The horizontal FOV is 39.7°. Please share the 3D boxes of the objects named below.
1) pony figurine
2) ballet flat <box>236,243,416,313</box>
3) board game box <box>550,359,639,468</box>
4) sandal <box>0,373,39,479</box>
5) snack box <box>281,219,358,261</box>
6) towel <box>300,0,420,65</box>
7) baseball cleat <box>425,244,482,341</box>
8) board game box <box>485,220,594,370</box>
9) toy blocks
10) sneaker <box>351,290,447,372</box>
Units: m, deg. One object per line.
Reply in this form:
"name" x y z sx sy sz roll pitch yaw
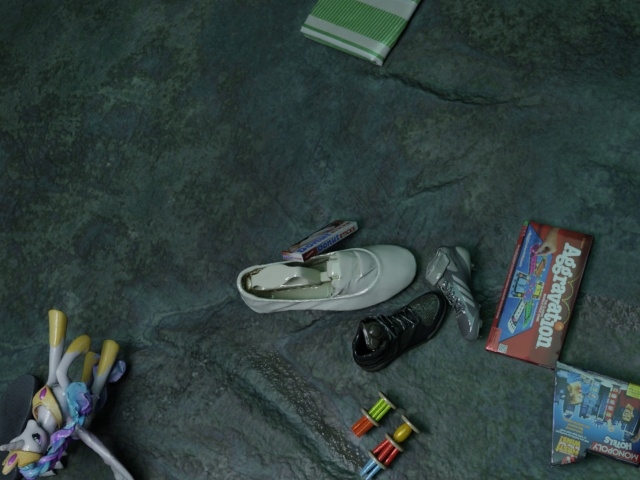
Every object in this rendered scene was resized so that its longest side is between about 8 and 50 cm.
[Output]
"pony figurine" -0.543 0.385 1.913 0.303 0.351 0.363 1 54 17
"ballet flat" 0.002 0.082 1.896 0.400 0.139 0.139 -9 69 17
"board game box" 0.507 0.344 1.652 0.194 0.060 0.194 17 85 18
"sandal" -0.712 0.440 2.092 0.097 0.054 0.254 8 85 30
"snack box" 0.000 0.000 1.912 0.064 0.178 0.022 7 118 44
"towel" 0.128 -0.593 2.132 0.248 0.038 0.324 27 81 25
"baseball cleat" 0.267 0.107 1.805 0.109 0.072 0.205 6 60 -18
"board game box" 0.441 0.107 1.781 0.145 0.027 0.281 14 78 23
"toy blocks" 0.112 0.398 1.790 0.148 0.054 0.123 -47 64 1
"sneaker" 0.158 0.178 1.807 0.227 0.130 0.087 -35 65 3
